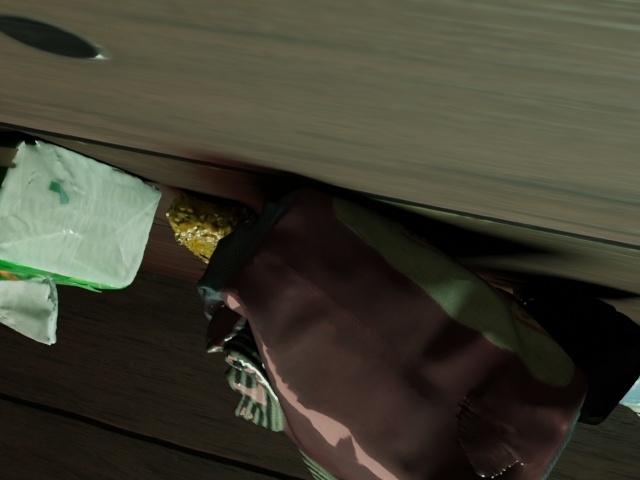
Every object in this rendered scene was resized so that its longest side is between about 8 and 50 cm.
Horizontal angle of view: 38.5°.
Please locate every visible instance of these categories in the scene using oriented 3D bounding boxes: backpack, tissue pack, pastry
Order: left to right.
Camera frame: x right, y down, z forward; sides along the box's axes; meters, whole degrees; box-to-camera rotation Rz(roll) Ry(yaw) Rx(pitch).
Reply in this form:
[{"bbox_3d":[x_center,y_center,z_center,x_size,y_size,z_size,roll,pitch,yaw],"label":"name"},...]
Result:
[{"bbox_3d":[-0.277,-0.004,0.814,0.209,0.156,0.148,9,170,43],"label":"tissue pack"},{"bbox_3d":[-0.091,-0.005,0.856,0.079,0.056,0.140,7,163,7],"label":"pastry"},{"bbox_3d":[0.026,0.093,0.743,0.283,0.197,0.317,41,168,-4],"label":"backpack"}]

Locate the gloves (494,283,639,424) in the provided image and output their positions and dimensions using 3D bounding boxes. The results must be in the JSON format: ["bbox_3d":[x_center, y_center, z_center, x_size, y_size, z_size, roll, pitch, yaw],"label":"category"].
[{"bbox_3d":[0.194,0.106,0.846,0.124,0.164,0.203,57,178,-3],"label":"gloves"}]

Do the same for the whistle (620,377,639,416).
[{"bbox_3d":[0.332,0.131,1.022,0.180,0.093,0.269,-1,159,41],"label":"whistle"}]
